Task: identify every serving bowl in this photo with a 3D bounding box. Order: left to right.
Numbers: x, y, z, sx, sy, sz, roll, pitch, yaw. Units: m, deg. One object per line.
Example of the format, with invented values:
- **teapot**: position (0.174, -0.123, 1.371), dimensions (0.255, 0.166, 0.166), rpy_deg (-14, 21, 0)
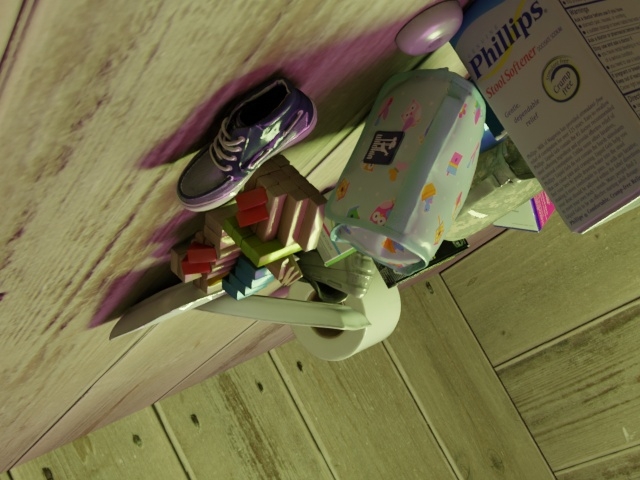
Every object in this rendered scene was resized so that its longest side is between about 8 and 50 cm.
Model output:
- **serving bowl**: position (0.127, -0.234, 0.952), dimensions (0.083, 0.027, 0.083), rpy_deg (-27, 170, -5)

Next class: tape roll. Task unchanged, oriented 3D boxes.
- **tape roll**: position (0.059, 0.168, 2.146), dimensions (0.246, 0.246, 0.169), rpy_deg (-36, 167, 34)

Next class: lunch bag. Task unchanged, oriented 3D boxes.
- **lunch bag**: position (0.114, -0.084, 1.080), dimensions (0.223, 0.160, 0.262), rpy_deg (-64, 175, -6)
- **lunch bag**: position (0.327, -0.135, 1.529), dimensions (0.287, 0.169, 0.235), rpy_deg (-36, 176, -39)

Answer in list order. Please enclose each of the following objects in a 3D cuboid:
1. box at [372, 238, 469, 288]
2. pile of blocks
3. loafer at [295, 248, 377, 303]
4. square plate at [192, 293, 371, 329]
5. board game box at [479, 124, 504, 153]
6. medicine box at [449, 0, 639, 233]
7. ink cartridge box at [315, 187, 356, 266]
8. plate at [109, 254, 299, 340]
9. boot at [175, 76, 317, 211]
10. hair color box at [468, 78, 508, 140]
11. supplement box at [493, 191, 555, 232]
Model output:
- **box**: position (0.164, -0.029, 1.606), dimensions (0.184, 0.191, 0.045), rpy_deg (-23, 170, -27)
- **pile of blocks**: position (-0.122, 0.021, 1.196), dimensions (0.112, 0.149, 0.362), rpy_deg (-22, 168, -35)
- **loafer**: position (0.015, 0.076, 1.771), dimensions (0.112, 0.112, 0.319), rpy_deg (12, 170, -20)
- **square plate**: position (-0.080, 0.149, 1.816), dimensions (0.343, 0.049, 0.347), rpy_deg (7, 176, 13)
- **board game box**: position (0.227, -0.192, 1.339), dimensions (0.168, 0.033, 0.133), rpy_deg (3, 147, -21)
- **medicine box**: position (0.342, -0.193, 0.990), dimensions (0.263, 0.289, 0.149), rpy_deg (-21, 165, -36)
- **ink cartridge box**: position (0.074, -0.052, 1.477), dimensions (0.209, 0.109, 0.062), rpy_deg (-28, 171, -1)
- **plate**: position (-0.214, 0.090, 1.489), dimensions (0.278, 0.045, 0.277), rpy_deg (-21, 177, -37)
- **boot**: position (-0.095, -0.106, 0.911), dimensions (0.190, 0.069, 0.086), rpy_deg (-38, 161, 8)
- **hair color box**: position (0.405, -0.278, 1.270), dimensions (0.347, 0.105, 0.174), rpy_deg (-24, 169, -29)
- **supplement box**: position (0.459, -0.133, 1.815), dimensions (0.111, 0.114, 0.220), rpy_deg (10, -135, 41)
